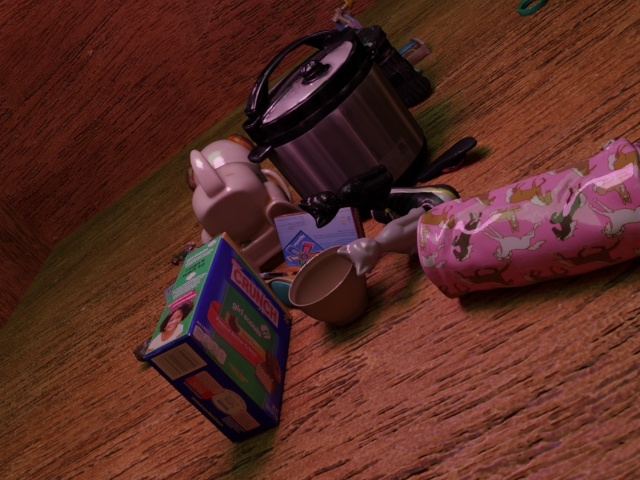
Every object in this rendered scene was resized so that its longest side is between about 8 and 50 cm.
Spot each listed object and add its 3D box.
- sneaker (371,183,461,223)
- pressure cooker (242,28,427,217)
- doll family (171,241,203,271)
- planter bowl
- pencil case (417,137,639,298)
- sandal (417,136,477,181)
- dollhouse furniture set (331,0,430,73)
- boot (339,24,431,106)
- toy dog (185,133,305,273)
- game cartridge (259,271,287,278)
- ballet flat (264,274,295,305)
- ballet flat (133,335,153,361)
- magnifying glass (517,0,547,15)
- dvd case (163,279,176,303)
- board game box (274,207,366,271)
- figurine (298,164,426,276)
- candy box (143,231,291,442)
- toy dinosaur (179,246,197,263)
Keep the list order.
[{"bbox_3d":[0.192,-0.062,1.298,0.234,0.084,0.097,-12,40,46],"label":"sneaker"},{"bbox_3d":[0.027,-0.303,1.516,0.375,0.420,0.370,-25,30,30],"label":"pressure cooker"},{"bbox_3d":[-0.378,0.066,1.829,0.193,0.076,0.111,-4,38,46],"label":"doll family"},{"bbox_3d":[0.031,0.104,1.224,0.162,0.109,0.162,-31,28,19],"label":"planter bowl"},{"bbox_3d":[0.339,-0.023,0.956,0.386,0.160,0.167,-20,33,37],"label":"pencil case"},{"bbox_3d":[0.302,-0.184,1.406,0.179,0.040,0.067,-36,16,44],"label":"sandal"},{"bbox_3d":[0.209,-0.696,2.025,0.198,0.303,0.286,-38,26,7],"label":"dollhouse furniture set"},{"bbox_3d":[0.163,-0.530,1.877,0.131,0.260,0.348,-54,30,-2],"label":"boot"},{"bbox_3d":[-0.251,-0.125,1.667,0.284,0.395,0.408,-44,33,12],"label":"toy dog"},{"bbox_3d":[-0.131,0.092,1.513,0.056,0.083,0.017,-13,81,40],"label":"game cartridge"},{"bbox_3d":[-0.094,0.112,1.423,0.232,0.080,0.073,-9,26,45],"label":"ballet flat"},{"bbox_3d":[-0.403,0.248,1.656,0.250,0.058,0.084,-40,5,-12],"label":"ballet flat"},{"bbox_3d":[0.657,-0.755,1.840,0.092,0.026,0.231,-19,35,38],"label":"magnifying glass"},{"bbox_3d":[-0.395,0.149,1.826,0.180,0.022,0.253,-42,25,-2],"label":"dvd case"},{"bbox_3d":[0.000,0.000,1.400,0.027,0.145,0.281,-20,10,-39],"label":"board game box"},{"bbox_3d":[0.091,-0.036,1.197,0.209,0.215,0.092,-23,-29,-33],"label":"figurine"},{"bbox_3d":[-0.184,0.185,1.203,0.122,0.268,0.317,-27,29,19],"label":"candy box"},{"bbox_3d":[-0.395,0.041,1.953,0.183,0.053,0.092,-33,-10,-3],"label":"toy dinosaur"}]
